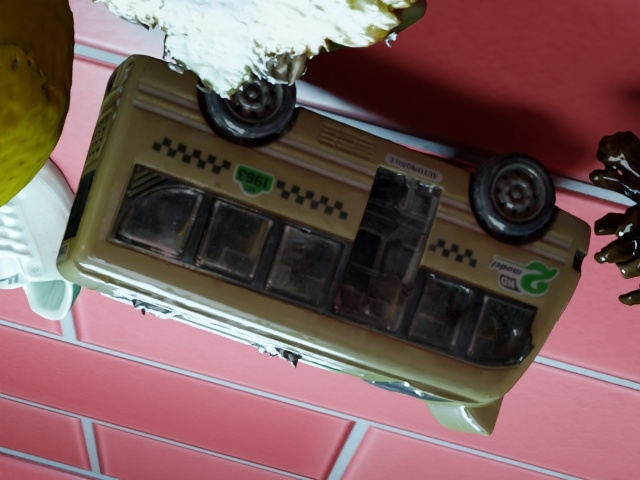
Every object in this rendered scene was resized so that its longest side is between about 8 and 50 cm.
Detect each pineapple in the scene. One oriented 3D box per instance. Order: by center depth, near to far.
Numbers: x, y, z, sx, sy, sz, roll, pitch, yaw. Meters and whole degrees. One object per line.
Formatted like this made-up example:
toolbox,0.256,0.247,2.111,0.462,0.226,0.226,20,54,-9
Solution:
pineapple,-0.031,-0.167,0.783,0.250,0.139,0.164,7,152,22

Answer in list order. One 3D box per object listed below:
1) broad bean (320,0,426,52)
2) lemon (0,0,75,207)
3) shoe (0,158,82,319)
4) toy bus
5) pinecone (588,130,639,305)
broad bean,-0.040,-0.161,0.898,0.207,0.072,0.153,19,174,-16
lemon,-0.290,-0.124,0.883,0.293,0.293,0.293,13,157,6
shoe,-0.292,-0.012,1.354,0.095,0.110,0.265,6,158,24
toy bus,0.000,0.000,1.035,0.365,0.201,0.177,19,171,-13
pinecone,0.277,0.002,0.939,0.212,0.168,0.185,19,-161,4
